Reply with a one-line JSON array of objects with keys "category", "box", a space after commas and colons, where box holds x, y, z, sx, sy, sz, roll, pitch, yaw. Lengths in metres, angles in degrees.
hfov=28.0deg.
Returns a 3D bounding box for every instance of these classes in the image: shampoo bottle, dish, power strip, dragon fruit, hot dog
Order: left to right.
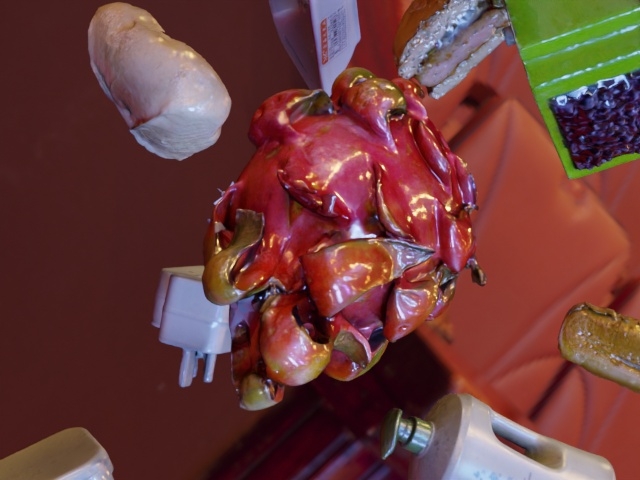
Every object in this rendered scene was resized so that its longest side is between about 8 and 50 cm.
[{"category": "power strip", "box": [-0.121, 0.117, 1.735, 0.229, 0.141, 0.261, 12, 5, 21]}, {"category": "dish", "box": [-0.006, -0.255, 1.377, 0.234, 0.064, 0.154, 82, -18, -52]}, {"category": "dragon fruit", "box": [0.016, -0.008, 1.090, 0.307, 0.243, 0.228, -103, 167, -62]}, {"category": "shampoo bottle", "box": [0.159, 0.214, 1.198, 0.234, 0.118, 0.087, 27, -29, -17]}, {"category": "hot dog", "box": [0.404, 0.147, 1.426, 0.288, 0.083, 0.068, 22, 8, 10]}]

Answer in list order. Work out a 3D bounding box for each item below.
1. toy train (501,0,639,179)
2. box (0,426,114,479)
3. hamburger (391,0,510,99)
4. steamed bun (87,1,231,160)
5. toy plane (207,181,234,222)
[{"category": "toy train", "box": [0.281, -0.226, 1.393, 0.307, 0.173, 0.249, 48, 29, -60]}, {"category": "box", "box": [-0.398, 0.481, 1.704, 0.177, 0.351, 0.344, 21, -47, 63]}, {"category": "hamburger", "box": [0.196, -0.325, 1.723, 0.124, 0.262, 0.131, 25, 33, -41]}, {"category": "steamed bun", "box": [-0.207, -0.185, 1.611, 0.231, 0.110, 0.212, 55, -19, -21]}, {"category": "toy plane", "box": [-0.109, -0.044, 1.653, 0.031, 0.078, 0.083, 41, -4, 34]}]
